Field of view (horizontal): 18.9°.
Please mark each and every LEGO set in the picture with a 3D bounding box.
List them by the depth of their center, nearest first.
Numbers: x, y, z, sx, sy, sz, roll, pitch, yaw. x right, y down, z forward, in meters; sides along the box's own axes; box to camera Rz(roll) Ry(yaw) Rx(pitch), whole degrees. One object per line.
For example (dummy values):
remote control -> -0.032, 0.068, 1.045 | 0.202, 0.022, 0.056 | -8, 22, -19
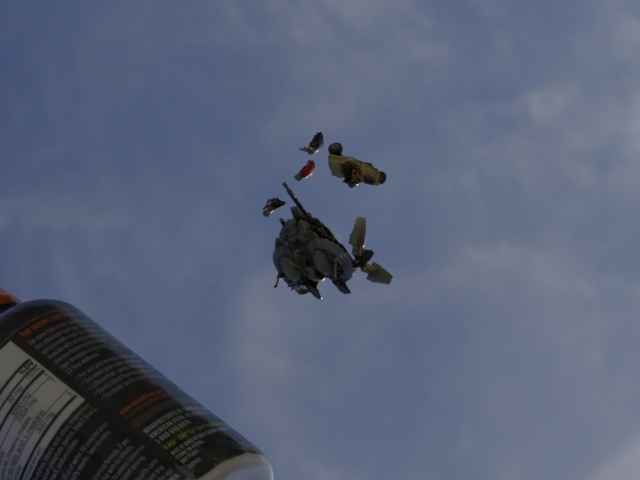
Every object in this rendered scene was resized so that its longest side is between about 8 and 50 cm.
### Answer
LEGO set -> -0.002, -0.002, 0.700 | 0.023, 0.054, 0.083 | -51, -32, -36

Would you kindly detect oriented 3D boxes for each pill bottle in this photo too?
pill bottle -> -0.158, 0.123, 1.246 | 0.246, 0.130, 0.130 | 35, -152, 27
